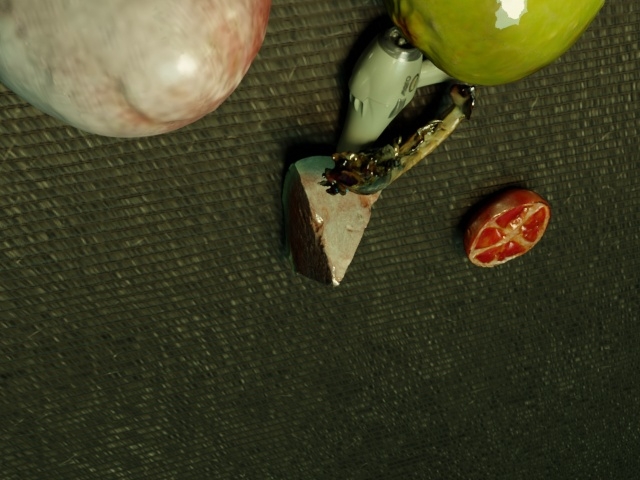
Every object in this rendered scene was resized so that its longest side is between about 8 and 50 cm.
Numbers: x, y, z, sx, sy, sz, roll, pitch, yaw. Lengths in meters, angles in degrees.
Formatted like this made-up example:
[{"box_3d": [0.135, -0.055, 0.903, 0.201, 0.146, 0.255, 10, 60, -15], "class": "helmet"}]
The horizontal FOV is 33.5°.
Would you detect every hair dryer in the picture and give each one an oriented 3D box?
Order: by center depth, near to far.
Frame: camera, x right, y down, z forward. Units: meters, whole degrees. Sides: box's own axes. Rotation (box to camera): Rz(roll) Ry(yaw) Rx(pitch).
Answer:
[{"box_3d": [0.127, -0.190, 1.460, 0.267, 0.092, 0.229, -2, 144, -42], "class": "hair dryer"}]

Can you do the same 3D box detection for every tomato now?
[{"box_3d": [0.293, -0.029, 1.732, 0.155, 0.069, 0.156, -19, 144, -15], "class": "tomato"}]

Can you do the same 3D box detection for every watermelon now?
[{"box_3d": [-0.014, -0.016, 1.510, 0.136, 0.202, 0.207, 29, 122, -2], "class": "watermelon"}]

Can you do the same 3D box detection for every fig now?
[{"box_3d": [0.222, -0.326, 1.212, 0.326, 0.258, 0.258, -30, 144, -16], "class": "fig"}]

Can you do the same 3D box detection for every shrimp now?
[{"box_3d": [0.114, -0.130, 1.406, 0.222, 0.054, 0.290, -39, 171, 30], "class": "shrimp"}]

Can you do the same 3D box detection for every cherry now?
[{"box_3d": [-0.206, -0.254, 0.995, 0.326, 0.335, 0.291, 6, 152, -5], "class": "cherry"}]
